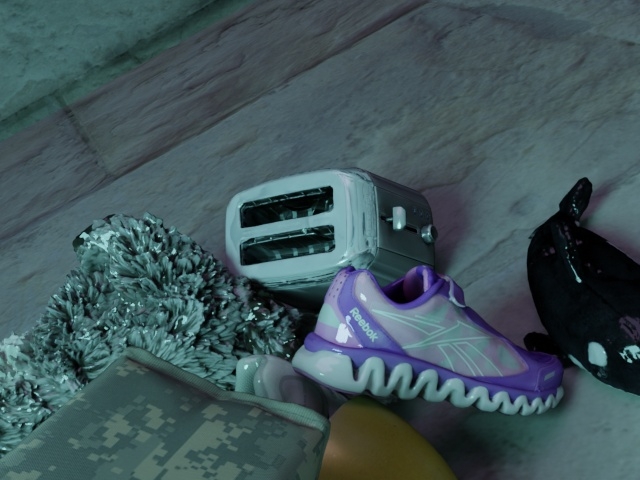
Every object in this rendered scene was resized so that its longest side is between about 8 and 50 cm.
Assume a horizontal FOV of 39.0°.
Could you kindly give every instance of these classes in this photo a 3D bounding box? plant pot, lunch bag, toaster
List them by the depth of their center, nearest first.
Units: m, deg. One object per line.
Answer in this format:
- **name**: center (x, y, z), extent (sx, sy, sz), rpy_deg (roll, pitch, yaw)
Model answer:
- **lunch bag**: center (-0.119, 0.244, 0.506), extent (0.169, 0.286, 0.235), rpy_deg (17, 26, 15)
- **plant pot**: center (0.049, 0.193, 0.663), extent (0.095, 0.134, 0.134), rpy_deg (19, 49, 27)
- **toaster**: center (0.000, 0.000, 0.948), extent (0.227, 0.146, 0.129), rpy_deg (-8, 73, 29)

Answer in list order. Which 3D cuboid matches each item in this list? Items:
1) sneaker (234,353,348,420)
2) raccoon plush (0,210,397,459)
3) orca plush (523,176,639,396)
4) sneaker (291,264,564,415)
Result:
- **sneaker**: center (-0.098, 0.215, 0.707), extent (0.292, 0.118, 0.110), rpy_deg (-52, 35, -13)
- **raccoon plush**: center (-0.174, 0.146, 0.847), extent (0.447, 0.216, 0.299), rpy_deg (4, 49, 43)
- **orca plush**: center (0.243, 0.013, 0.806), extent (0.151, 0.102, 0.287), rpy_deg (-15, 30, 20)
- **sneaker**: center (0.098, 0.076, 0.716), extent (0.095, 0.237, 0.104), rpy_deg (-176, 98, -67)
